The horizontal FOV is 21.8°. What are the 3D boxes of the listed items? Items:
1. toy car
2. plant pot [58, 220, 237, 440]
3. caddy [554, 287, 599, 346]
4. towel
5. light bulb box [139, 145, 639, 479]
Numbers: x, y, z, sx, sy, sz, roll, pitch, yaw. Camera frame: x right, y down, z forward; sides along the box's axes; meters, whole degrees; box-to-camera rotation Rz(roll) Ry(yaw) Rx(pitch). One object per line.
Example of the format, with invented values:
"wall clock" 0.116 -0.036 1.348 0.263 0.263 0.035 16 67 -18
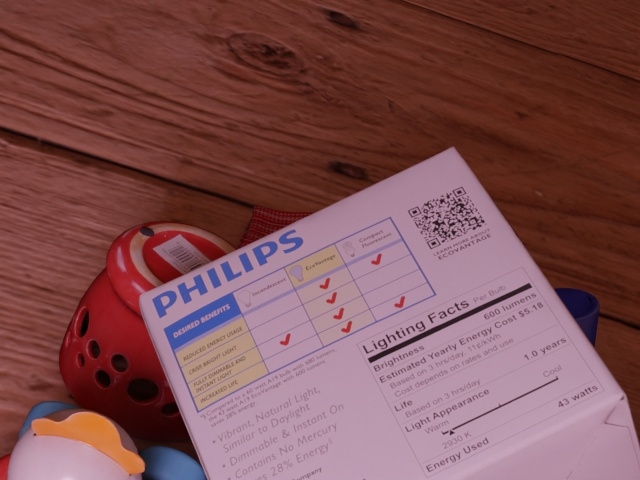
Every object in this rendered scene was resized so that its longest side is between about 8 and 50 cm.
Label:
"toy car" -0.196 0.225 1.433 0.210 0.238 0.219 24 52 -3
"plant pot" -0.166 0.088 1.757 0.191 0.174 0.191 16 36 -11
"caddy" 0.169 0.144 1.899 0.241 0.179 0.341 23 23 39
"towel" 0.000 0.000 1.983 0.199 0.031 0.275 2 14 3
"light bulb box" 0.067 0.160 1.552 0.358 0.225 0.361 -25 45 -3
